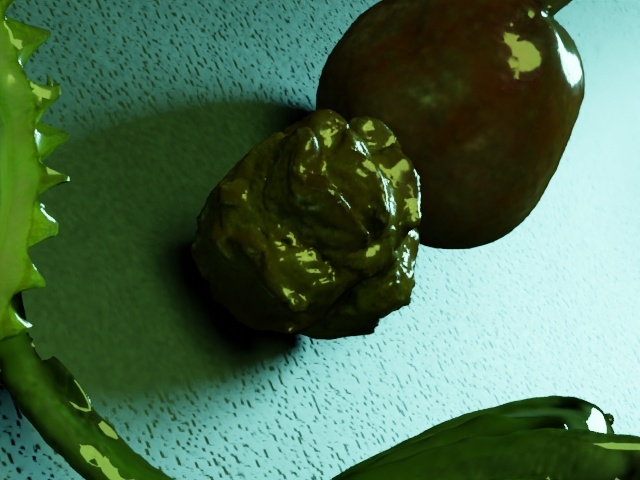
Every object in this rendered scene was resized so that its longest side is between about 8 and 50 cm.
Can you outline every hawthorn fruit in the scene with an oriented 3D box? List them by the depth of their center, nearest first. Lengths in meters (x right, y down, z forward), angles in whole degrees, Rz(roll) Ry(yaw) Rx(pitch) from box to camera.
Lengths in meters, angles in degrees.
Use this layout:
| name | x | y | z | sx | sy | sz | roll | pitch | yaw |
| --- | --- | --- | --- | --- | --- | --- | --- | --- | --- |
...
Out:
| name | x | y | z | sx | sy | sz | roll | pitch | yaw |
| --- | --- | --- | --- | --- | --- | --- | --- | --- | --- |
| hawthorn fruit | 0.072 | -0.089 | 0.940 | 0.149 | 0.189 | 0.149 | 14 | 25 | -7 |

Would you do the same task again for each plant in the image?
| name | x | y | z | sx | sy | sz | roll | pitch | yaw |
| --- | --- | --- | --- | --- | --- | --- | --- | --- | --- |
| plant | -0.019 | 0.144 | 0.718 | 0.333 | 0.180 | 0.251 | 15 | 45 | 6 |

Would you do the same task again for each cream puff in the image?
| name | x | y | z | sx | sy | sz | roll | pitch | yaw |
| --- | --- | --- | --- | --- | --- | --- | --- | --- | --- |
| cream puff | 0.000 | 0.000 | 0.836 | 0.116 | 0.122 | 0.094 | -33 | 74 | -16 |

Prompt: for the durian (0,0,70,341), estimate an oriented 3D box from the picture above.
| name | x | y | z | sx | sy | sz | roll | pitch | yaw |
| --- | --- | --- | --- | --- | --- | --- | --- | --- | --- |
| durian | -0.226 | -0.091 | 0.626 | 0.355 | 0.157 | 0.169 | 44 | 52 | -9 |
